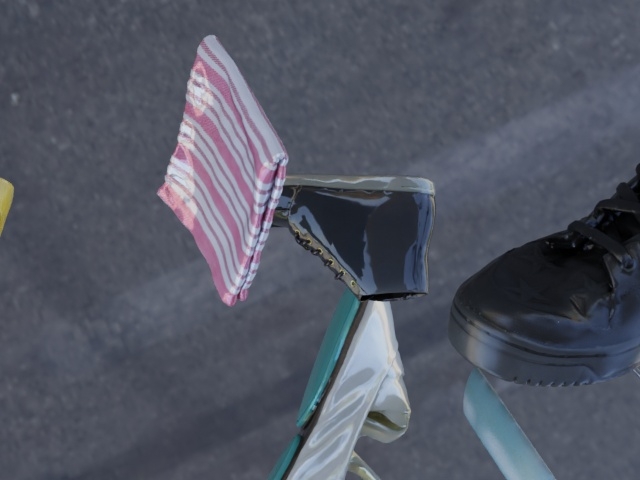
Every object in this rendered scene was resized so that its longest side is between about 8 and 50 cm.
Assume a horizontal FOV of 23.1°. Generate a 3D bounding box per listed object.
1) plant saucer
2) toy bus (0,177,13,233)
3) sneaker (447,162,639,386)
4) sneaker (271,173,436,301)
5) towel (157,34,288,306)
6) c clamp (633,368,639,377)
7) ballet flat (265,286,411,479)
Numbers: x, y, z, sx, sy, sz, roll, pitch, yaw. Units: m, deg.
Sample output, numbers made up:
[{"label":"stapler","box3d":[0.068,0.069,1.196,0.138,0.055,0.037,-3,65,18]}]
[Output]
[{"label":"plant saucer","box3d":[0.236,0.273,1.637,0.043,0.317,0.317,-33,140,2]},{"label":"toy bus","box3d":[-0.363,0.019,1.177,0.220,0.211,0.149,17,150,-13]},{"label":"sneaker","box3d":[0.113,-0.019,0.444,0.170,0.051,0.089,-11,125,-29]},{"label":"sneaker","box3d":[0.000,0.000,1.508,0.222,0.118,0.083,-1,171,20]},{"label":"towel","box3d":[-0.085,-0.055,1.325,0.029,0.144,0.197,-15,146,-28]},{"label":"c clamp","box3d":[0.278,0.076,1.387,0.022,0.137,0.161,-47,169,-17]},{"label":"ballet flat","box3d":[0.022,0.220,1.706,0.139,0.400,0.139,19,150,11]}]
